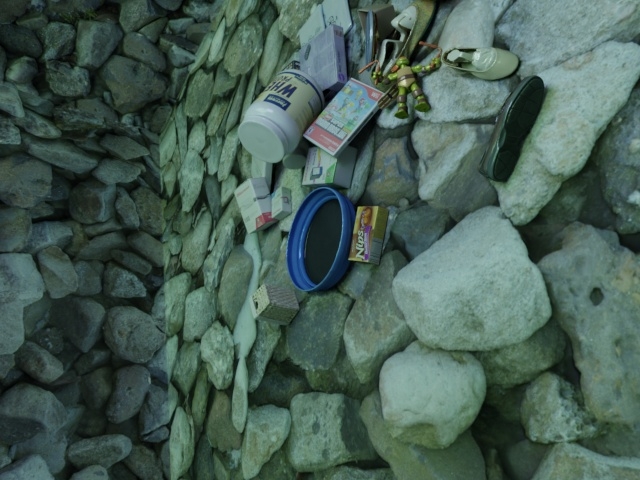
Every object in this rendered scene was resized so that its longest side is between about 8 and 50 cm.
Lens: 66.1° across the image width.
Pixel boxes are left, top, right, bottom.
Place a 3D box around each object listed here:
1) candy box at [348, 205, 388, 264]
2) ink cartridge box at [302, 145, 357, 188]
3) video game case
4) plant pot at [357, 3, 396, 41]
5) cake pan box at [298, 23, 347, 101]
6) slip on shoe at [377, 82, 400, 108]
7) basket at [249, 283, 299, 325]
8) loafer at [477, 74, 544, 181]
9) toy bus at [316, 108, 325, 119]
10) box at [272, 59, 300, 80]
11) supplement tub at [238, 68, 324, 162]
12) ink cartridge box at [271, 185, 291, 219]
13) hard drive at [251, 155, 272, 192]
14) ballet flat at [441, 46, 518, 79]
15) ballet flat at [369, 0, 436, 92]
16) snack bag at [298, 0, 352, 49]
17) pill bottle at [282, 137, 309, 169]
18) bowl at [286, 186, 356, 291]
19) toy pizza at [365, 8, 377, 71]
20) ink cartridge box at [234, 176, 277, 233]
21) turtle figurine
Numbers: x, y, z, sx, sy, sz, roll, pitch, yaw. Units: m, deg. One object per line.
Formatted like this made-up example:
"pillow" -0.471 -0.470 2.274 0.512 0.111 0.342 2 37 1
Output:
"candy box" 0.158 -0.017 1.629 0.109 0.053 0.187 5 82 56
"ink cartridge box" 0.031 -0.278 1.870 0.212 0.093 0.154 7 85 58
"video game case" 0.085 -0.450 1.789 0.285 0.025 0.204 -49 49 1
"plant pot" 0.213 -0.789 1.760 0.096 0.109 0.109 -31 36 -11
"cake pan box" 0.008 -0.718 2.045 0.245 0.070 0.267 -17 75 54
"slip on shoe" 0.252 -0.497 1.669 0.135 0.041 0.051 -39 93 31
"basket" -0.178 0.250 1.927 0.103 0.167 0.113 -49 42 28
"loafer" 0.467 -0.285 1.240 0.084 0.096 0.268 41 114 60
"toy bus" 0.036 -0.455 1.913 0.202 0.104 0.191 20 96 56
"box" -0.160 -0.708 2.302 0.231 0.056 0.183 -11 72 60
"supplement tub" -0.150 -0.480 1.904 0.235 0.235 0.325 -19 33 52
"ink cartridge box" -0.173 -0.162 2.163 0.088 0.052 0.122 -31 53 47
"hard drive" -0.269 -0.406 2.277 0.233 0.047 0.353 -117 28 -45
"ballet flat" 0.432 -0.503 1.372 0.248 0.086 0.086 36 108 54
"ballet flat" 0.268 -0.671 1.641 0.123 0.123 0.349 48 118 51
"snack bag" 0.017 -0.939 2.172 0.342 0.037 0.323 -35 51 45
"pill bottle" -0.120 -0.431 2.102 0.136 0.136 0.246 -38 49 43
"bowl" 0.000 0.000 1.817 0.391 0.077 0.391 -30 54 51
"toy pizza" 0.176 -0.683 1.683 0.201 0.032 0.201 0 -90 -90
"ink cartridge box" -0.294 -0.160 2.239 0.158 0.092 0.218 -27 82 48
"turtle figurine" 0.265 -0.504 1.581 0.269 0.087 0.217 -10 75 14
